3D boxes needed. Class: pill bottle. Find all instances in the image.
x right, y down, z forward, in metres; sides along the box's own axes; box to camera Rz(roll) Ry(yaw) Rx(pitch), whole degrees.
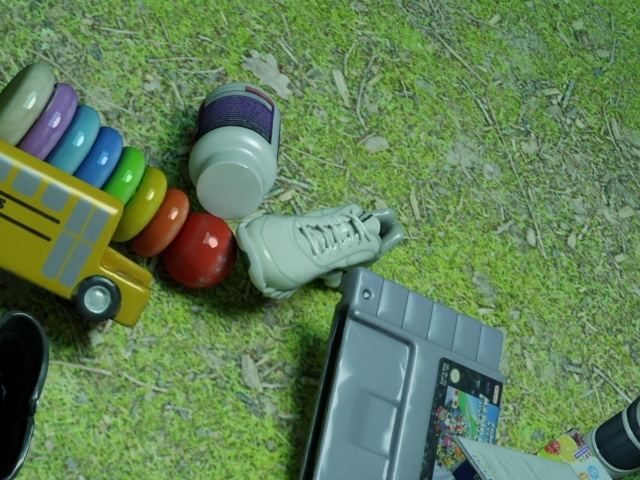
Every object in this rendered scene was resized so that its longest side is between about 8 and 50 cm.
[{"bbox_3d":[-0.105,-0.107,1.908,0.108,0.108,0.193,32,26,-17],"label":"pill bottle"}]

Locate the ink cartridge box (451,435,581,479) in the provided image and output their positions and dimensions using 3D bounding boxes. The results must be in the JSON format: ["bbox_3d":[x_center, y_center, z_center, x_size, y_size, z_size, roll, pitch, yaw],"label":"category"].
[{"bbox_3d":[0.277,0.372,1.703,0.330,0.071,0.324,21,30,-55],"label":"ink cartridge box"}]

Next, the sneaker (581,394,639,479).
[{"bbox_3d":[0.489,0.241,2.133,0.282,0.153,0.099,-12,67,-46],"label":"sneaker"}]

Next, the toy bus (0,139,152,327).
[{"bbox_3d":[-0.327,-0.028,1.636,0.333,0.108,0.130,27,84,-21],"label":"toy bus"}]

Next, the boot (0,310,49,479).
[{"bbox_3d":[-0.318,0.124,1.469,0.118,0.223,0.338,19,47,-28],"label":"boot"}]

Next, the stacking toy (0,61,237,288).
[{"bbox_3d":[-0.235,-0.053,1.779,0.330,0.141,0.141,38,40,-19],"label":"stacking toy"}]

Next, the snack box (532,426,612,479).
[{"bbox_3d":[0.335,0.322,2.021,0.100,0.037,0.141,-23,74,-48],"label":"snack box"}]

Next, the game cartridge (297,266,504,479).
[{"bbox_3d":[0.096,0.230,1.797,0.230,0.068,0.355,23,62,-20],"label":"game cartridge"}]

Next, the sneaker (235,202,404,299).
[{"bbox_3d":[0.000,0.000,1.882,0.292,0.118,0.110,-8,74,-61],"label":"sneaker"}]
